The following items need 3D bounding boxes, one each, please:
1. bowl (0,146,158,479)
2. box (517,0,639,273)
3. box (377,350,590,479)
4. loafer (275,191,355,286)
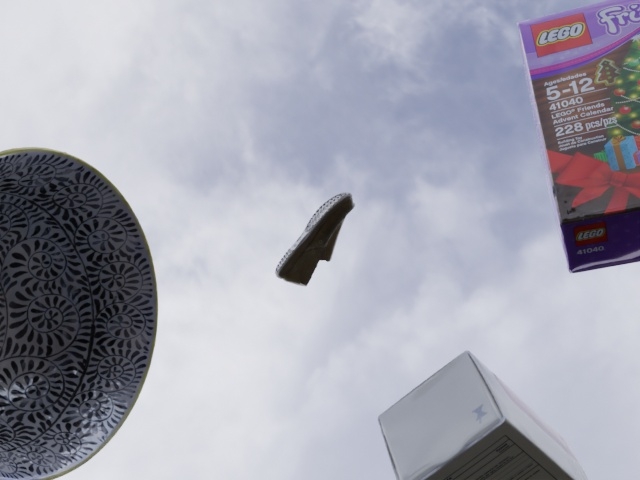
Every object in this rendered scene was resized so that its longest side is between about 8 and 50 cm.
[{"bbox_3d":[-0.171,0.038,0.470,0.080,0.170,0.170,-2,-61,30],"label":"bowl"},{"bbox_3d":[0.289,-0.097,0.582,0.293,0.201,0.057,-11,-42,13],"label":"box"},{"bbox_3d":[0.204,0.268,1.079,0.149,0.127,0.232,-39,-58,13],"label":"box"},{"bbox_3d":[0.000,0.000,1.186,0.050,0.056,0.148,39,-85,-14],"label":"loafer"}]
